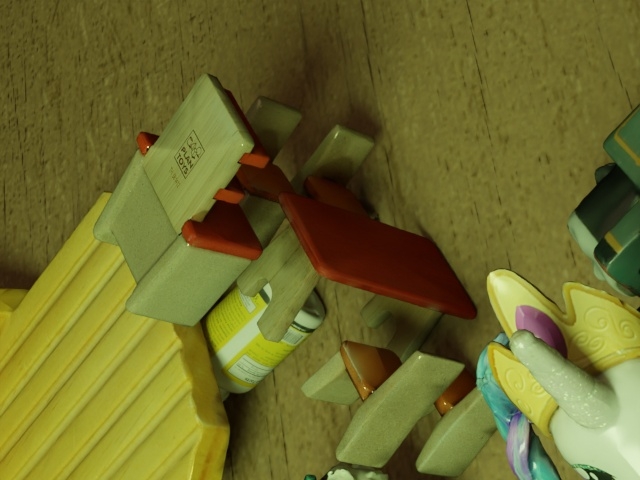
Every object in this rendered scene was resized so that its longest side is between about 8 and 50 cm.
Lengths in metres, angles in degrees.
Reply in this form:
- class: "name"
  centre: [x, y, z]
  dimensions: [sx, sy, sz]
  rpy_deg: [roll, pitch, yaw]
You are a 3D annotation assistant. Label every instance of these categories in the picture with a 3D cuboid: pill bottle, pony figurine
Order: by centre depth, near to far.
- class: "pony figurine"
  centre: [0.234, 0.159, 0.639]
  dimensions: [0.303, 0.351, 0.363]
  rpy_deg: [-44, 67, 19]
- class: "pill bottle"
  centre: [-0.058, 0.073, 1.094]
  dimensions: [0.116, 0.065, 0.065]
  rpy_deg: [-43, 48, 17]

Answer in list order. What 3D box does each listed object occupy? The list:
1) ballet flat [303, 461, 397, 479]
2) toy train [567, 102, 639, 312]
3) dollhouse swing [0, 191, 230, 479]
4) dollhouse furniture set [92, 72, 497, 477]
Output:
- class: "ballet flat"
  centre: [0.010, 0.323, 0.835]
  dimensions: [0.147, 0.147, 0.409]
  rpy_deg: [-8, 55, 39]
- class: "toy train"
  centre: [0.283, -0.072, 0.822]
  dimensions: [0.334, 0.142, 0.190]
  rpy_deg: [-49, 34, 15]
- class: "dollhouse swing"
  centre: [-0.282, 0.143, 1.101]
  dimensions: [0.305, 0.315, 0.347]
  rpy_deg: [-62, 36, 42]
- class: "dollhouse furniture set"
  centre: [0.000, 0.000, 0.943]
  dimensions: [0.135, 0.259, 0.262]
  rpy_deg: [-52, 46, 23]
